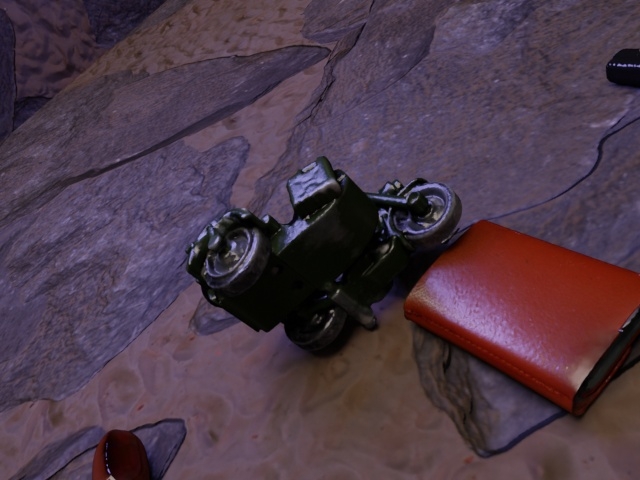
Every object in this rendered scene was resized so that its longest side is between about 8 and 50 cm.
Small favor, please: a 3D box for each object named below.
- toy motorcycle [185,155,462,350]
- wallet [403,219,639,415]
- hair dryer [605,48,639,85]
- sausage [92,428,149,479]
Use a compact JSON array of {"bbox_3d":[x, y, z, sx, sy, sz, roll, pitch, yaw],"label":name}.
[{"bbox_3d":[0.000,0.000,0.658,0.275,0.205,0.127,-44,36,6],"label":"toy motorcycle"},{"bbox_3d":[0.193,0.060,0.588,0.142,0.045,0.204,-47,38,-13],"label":"wallet"},{"bbox_3d":[0.417,-0.176,0.673,0.197,0.089,0.251,-40,28,-5],"label":"hair dryer"},{"bbox_3d":[-0.215,0.249,0.668,0.054,0.059,0.094,-70,28,25],"label":"sausage"}]
